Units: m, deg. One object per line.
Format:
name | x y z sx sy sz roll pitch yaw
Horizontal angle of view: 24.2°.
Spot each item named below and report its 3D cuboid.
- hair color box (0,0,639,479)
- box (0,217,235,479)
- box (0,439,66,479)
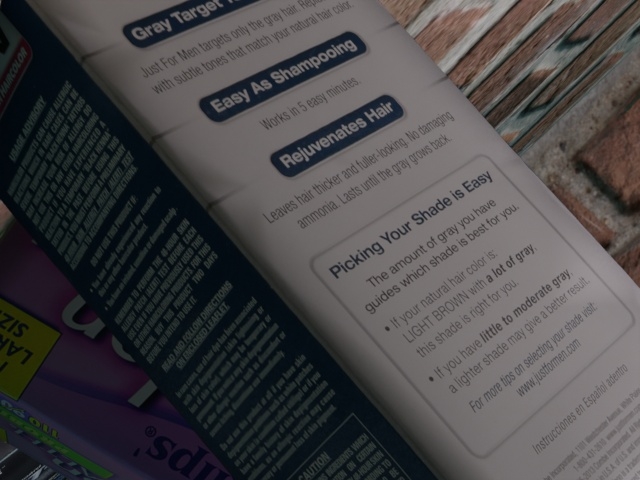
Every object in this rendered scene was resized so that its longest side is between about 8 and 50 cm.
hair color box | 0.000 0.000 0.659 0.174 0.347 0.105 -31 167 -45
box | -0.053 0.029 0.806 0.243 0.213 0.117 -58 178 -22
box | -0.273 0.185 1.330 0.295 0.073 0.293 -38 172 -20
